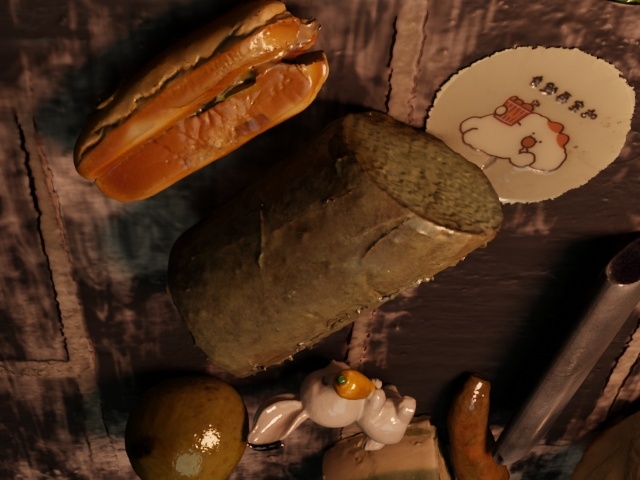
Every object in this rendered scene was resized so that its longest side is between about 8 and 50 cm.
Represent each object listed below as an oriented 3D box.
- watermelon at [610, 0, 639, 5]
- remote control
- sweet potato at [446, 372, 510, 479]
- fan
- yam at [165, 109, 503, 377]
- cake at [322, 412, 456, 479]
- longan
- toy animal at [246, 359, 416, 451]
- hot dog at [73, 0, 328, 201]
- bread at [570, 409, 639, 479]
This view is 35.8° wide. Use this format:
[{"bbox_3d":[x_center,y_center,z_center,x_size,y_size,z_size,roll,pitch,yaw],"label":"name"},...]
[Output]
[{"bbox_3d":[0.257,-0.217,0.723,0.181,0.075,0.092,-16,134,20],"label":"watermelon"},{"bbox_3d":[0.289,0.136,1.135,0.044,0.107,0.378,40,143,21],"label":"remote control"},{"bbox_3d":[0.202,0.267,1.301,0.075,0.075,0.273,-9,135,10],"label":"sweet potato"},{"bbox_3d":[0.150,-0.065,0.949,0.190,0.009,0.329,25,132,-24],"label":"fan"},{"bbox_3d":[0.000,0.000,0.905,0.168,0.168,0.304,32,129,-33],"label":"yam"},{"bbox_3d":[0.113,0.382,1.373,0.172,0.158,0.284,-12,142,14],"label":"cake"},{"bbox_3d":[-0.155,0.232,1.208,0.154,0.176,0.145,1,105,36],"label":"longan"},{"bbox_3d":[0.013,0.201,1.172,0.181,0.131,0.127,14,95,-13],"label":"toy animal"},{"bbox_3d":[-0.110,-0.116,0.840,0.269,0.072,0.109,-25,132,24],"label":"hot dog"},{"bbox_3d":[0.475,0.334,1.258,0.279,0.225,0.250,27,126,-17],"label":"bread"}]
